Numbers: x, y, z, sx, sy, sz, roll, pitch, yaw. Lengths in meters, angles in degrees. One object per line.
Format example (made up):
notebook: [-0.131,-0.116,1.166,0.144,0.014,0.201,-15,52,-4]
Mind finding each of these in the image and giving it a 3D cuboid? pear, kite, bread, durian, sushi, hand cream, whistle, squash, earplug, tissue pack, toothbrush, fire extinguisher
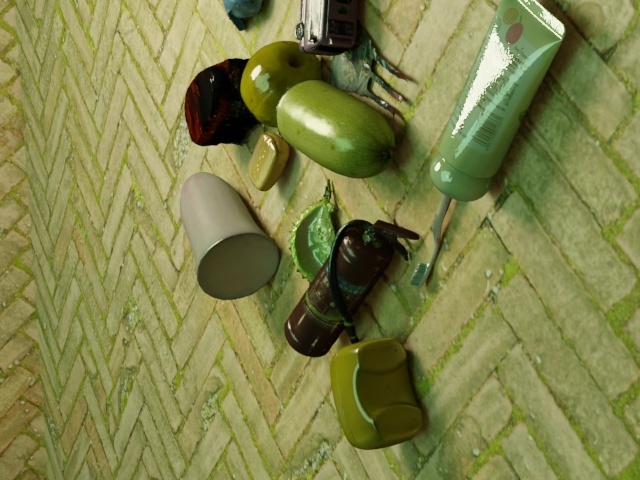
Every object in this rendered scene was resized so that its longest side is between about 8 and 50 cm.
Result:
pear: [-0.073,-0.280,1.987,0.162,0.148,0.149,-48,54,46]
kite: [0.079,-0.287,1.854,0.245,0.015,0.141,51,138,48]
bread: [-0.096,-0.153,2.135,0.082,0.056,0.115,52,130,42]
durian: [0.000,0.000,2.006,0.100,0.086,0.215,-11,88,26]
sushi: [-0.189,-0.279,2.214,0.225,0.126,0.136,-47,57,59]
hand cream: [0.239,-0.195,1.526,0.147,0.093,0.306,60,140,44]
whistle: [-0.149,-0.473,2.167,0.158,0.090,0.090,40,-142,-77]
squash: [0.035,-0.178,1.834,0.247,0.132,0.133,37,126,53]
earplug: [-0.214,-0.039,2.269,0.301,0.172,0.172,60,143,44]
tissue pack: [0.086,0.257,1.829,0.127,0.123,0.178,-32,69,53]
toothbrush: [0.189,-0.034,1.703,0.021,0.027,0.269,-114,34,-51]
fire extinguisher: [0.053,0.077,1.885,0.341,0.141,0.105,-57,6,43]

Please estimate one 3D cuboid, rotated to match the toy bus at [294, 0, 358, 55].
toy bus: [0.015,-0.405,1.864,0.098,0.086,0.178,12,100,57]
